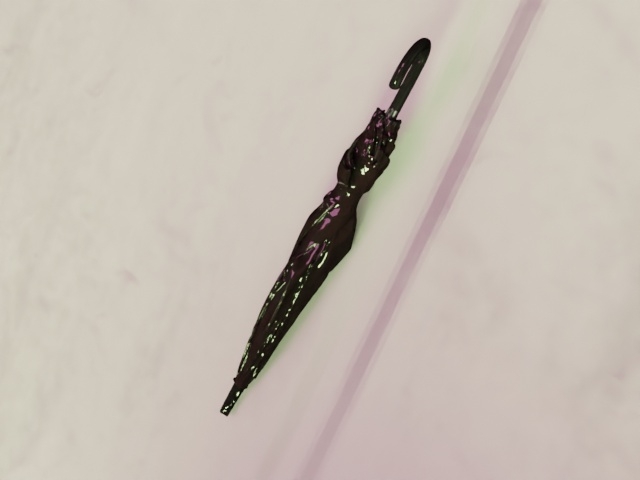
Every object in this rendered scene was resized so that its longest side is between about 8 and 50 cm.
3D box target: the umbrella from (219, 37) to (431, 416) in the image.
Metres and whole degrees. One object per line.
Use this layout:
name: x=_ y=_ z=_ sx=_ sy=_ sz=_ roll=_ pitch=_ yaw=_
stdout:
umbrella: x=0.001 y=-0.001 z=0.378 sx=0.013 sy=0.022 sz=0.122 roll=35 pitch=120 yaw=12
